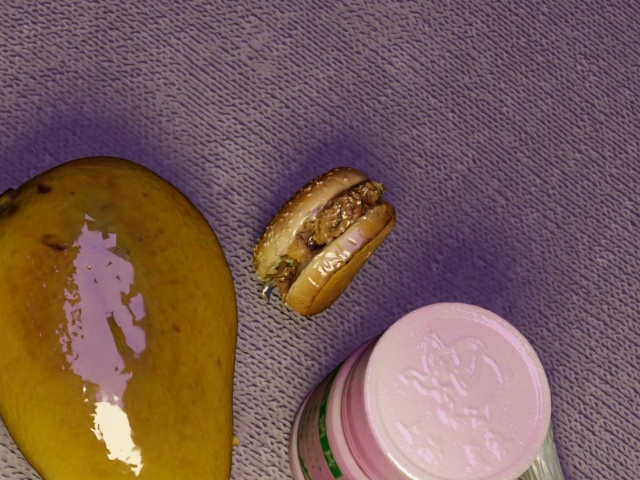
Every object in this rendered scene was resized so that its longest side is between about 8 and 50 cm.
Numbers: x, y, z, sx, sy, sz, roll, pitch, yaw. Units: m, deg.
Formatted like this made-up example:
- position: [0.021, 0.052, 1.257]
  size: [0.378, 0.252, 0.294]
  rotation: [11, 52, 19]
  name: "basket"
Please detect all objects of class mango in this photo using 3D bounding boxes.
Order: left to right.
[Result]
- position: [-0.222, 0.123, 1.812]
  size: [0.301, 0.220, 0.445]
  rotation: [-19, 87, -27]
  name: "mango"

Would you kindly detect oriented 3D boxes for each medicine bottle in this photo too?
- position: [0.099, 0.206, 1.804]
  size: [0.212, 0.325, 0.212]
  rotation: [4, 72, -14]
  name: "medicine bottle"

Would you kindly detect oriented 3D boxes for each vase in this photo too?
- position: [0.263, 0.259, 1.969]
  size: [0.081, 0.081, 0.148]
  rotation: [-12, 79, -19]
  name: "vase"

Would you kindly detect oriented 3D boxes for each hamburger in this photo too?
- position: [0.004, -0.005, 1.923]
  size: [0.118, 0.191, 0.182]
  rotation: [40, 73, 3]
  name: "hamburger"
